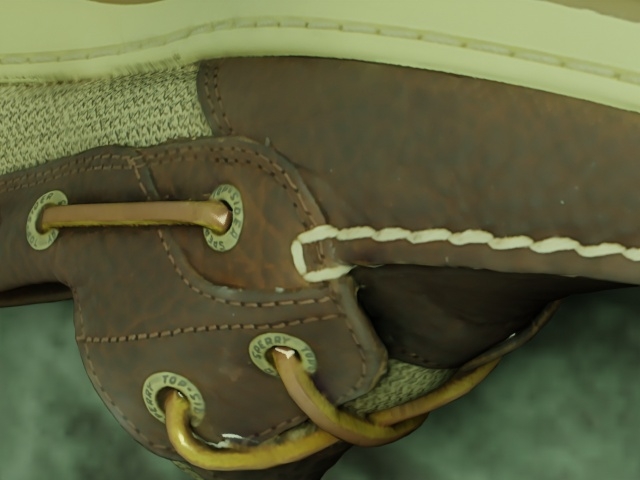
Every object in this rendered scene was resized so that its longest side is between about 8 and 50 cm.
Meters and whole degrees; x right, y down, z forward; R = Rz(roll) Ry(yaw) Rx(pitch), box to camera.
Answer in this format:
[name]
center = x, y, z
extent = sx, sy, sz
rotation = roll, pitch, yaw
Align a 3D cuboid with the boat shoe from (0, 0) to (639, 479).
[boat shoe]
center = 0.000, 0.000, 0.446
extent = 0.342, 0.123, 0.123
rotation = 9, 94, 41
